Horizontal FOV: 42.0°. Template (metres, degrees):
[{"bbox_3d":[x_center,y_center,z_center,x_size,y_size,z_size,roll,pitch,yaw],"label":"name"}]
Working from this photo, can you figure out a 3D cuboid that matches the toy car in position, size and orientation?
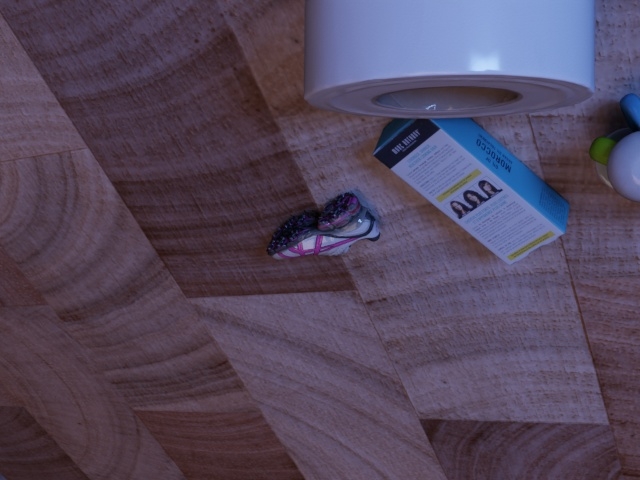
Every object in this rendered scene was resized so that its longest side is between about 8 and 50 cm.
[{"bbox_3d":[0.391,-0.104,0.904,0.182,0.159,0.136,15,102,10],"label":"toy car"}]

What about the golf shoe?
[{"bbox_3d":[0.000,0.000,1.219,0.186,0.067,0.086,-21,123,38],"label":"golf shoe"}]

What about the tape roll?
[{"bbox_3d":[0.125,-0.186,0.826,0.286,0.286,0.100,0,90,24],"label":"tape roll"}]

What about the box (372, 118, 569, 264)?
[{"bbox_3d":[0.193,-0.077,1.060,0.244,0.060,0.100,38,136,-15],"label":"box"}]
